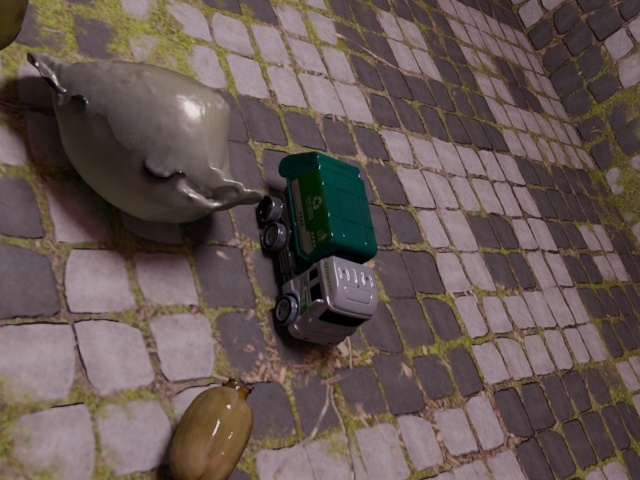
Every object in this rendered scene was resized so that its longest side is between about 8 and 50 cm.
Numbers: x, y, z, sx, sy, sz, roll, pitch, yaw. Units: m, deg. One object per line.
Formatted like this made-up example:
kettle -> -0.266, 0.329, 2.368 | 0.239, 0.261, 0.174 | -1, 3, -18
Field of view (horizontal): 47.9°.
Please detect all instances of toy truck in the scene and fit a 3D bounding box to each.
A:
toy truck -> 0.000, 0.000, 0.928 | 0.114, 0.124, 0.253 | 16, 49, -37

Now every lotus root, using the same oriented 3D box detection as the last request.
lotus root -> -0.106, 0.191, 0.709 | 0.073, 0.062, 0.150 | 49, 36, -20

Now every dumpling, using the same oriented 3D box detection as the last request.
dumpling -> -0.182, -0.126, 0.810 | 0.227, 0.175, 0.243 | -74, 140, -80

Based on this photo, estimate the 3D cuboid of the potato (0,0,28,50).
potato -> -0.385, -0.267, 0.694 | 0.200, 0.137, 0.154 | 19, 50, -40
